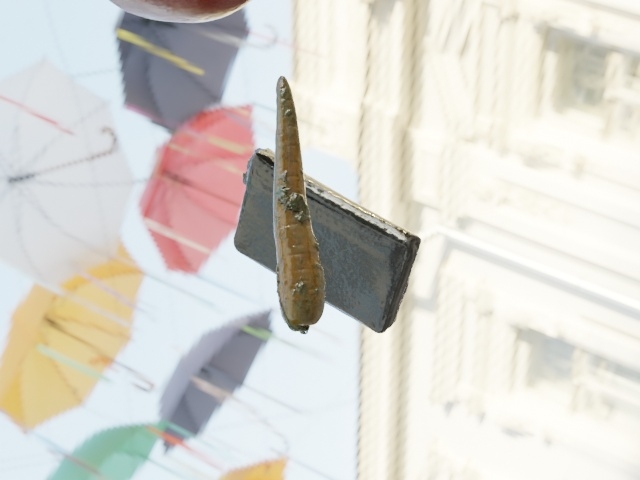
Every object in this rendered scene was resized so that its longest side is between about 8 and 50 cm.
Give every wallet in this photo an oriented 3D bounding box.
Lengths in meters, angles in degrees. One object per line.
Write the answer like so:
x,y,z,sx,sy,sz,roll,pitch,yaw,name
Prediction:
0.000,0.000,1.796,0.044,0.250,0.149,-32,-36,-50,wallet

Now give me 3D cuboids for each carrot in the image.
-0.026,-0.036,1.459,0.049,0.049,0.255,6,-103,-59,carrot

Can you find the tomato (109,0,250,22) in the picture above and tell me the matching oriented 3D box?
-0.161,-0.384,1.675,0.298,0.226,0.299,40,-141,-44,tomato
